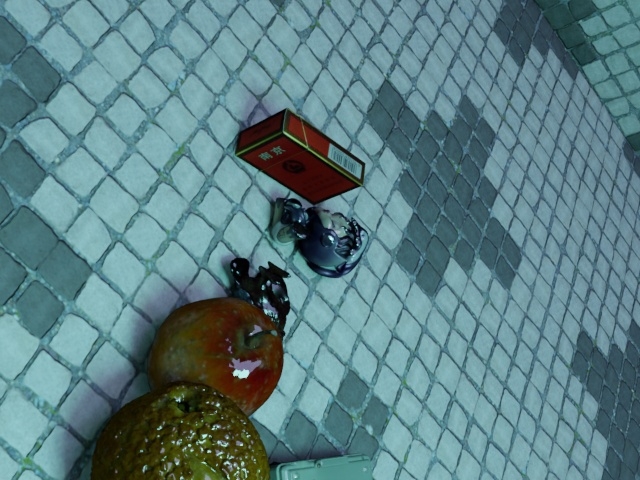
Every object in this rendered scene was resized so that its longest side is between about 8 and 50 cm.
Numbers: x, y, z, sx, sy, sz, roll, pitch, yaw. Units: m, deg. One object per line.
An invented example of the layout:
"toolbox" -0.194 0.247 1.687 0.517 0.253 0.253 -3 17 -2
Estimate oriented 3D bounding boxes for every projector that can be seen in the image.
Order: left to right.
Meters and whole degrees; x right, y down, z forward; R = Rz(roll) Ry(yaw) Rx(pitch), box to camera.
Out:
"projector" 0.000 0.513 1.733 0.256 0.099 0.192 7 70 -45

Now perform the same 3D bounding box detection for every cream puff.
"cream puff" -0.221 0.385 1.404 0.303 0.303 0.212 63 8 -8

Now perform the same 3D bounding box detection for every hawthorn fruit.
"hawthorn fruit" -0.167 0.212 1.582 0.235 0.262 0.231 -79 159 -64

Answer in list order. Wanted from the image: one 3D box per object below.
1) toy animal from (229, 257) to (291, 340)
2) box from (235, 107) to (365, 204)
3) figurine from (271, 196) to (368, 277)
"toy animal" -0.122 0.129 1.771 0.218 0.116 0.180 -44 140 -73
"box" -0.040 -0.172 1.900 0.239 0.153 0.074 32 58 -35
"figurine" 0.000 0.000 1.907 0.222 0.145 0.146 21 61 -29
